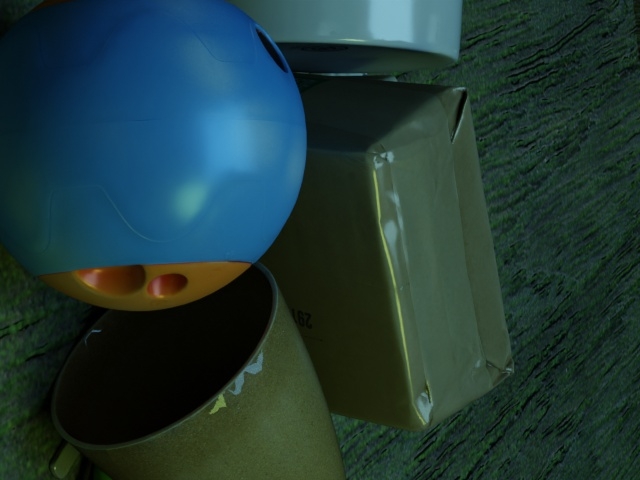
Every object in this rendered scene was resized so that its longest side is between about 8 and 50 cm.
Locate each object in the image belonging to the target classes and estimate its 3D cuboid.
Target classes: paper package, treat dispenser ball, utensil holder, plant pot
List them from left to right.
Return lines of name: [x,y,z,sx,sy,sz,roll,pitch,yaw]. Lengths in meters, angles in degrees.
treat dispenser ball: [-0.155,-0.083,1.635,0.288,0.288,0.288,-1,90,-65]
plant pot: [-0.083,0.184,1.787,0.254,0.237,0.237,56,39,-32]
utensil holder: [-0.003,-0.373,1.937,0.328,0.328,0.385,1,89,-65]
paper package: [0.000,0.000,1.886,0.168,0.325,0.309,-31,120,-42]

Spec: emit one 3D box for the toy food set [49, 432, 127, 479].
toy food set: [-0.187,0.245,1.844,0.132,0.039,0.192,-63,143,-45]

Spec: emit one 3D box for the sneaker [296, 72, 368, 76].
sneaker: [0.027,-0.173,2.253,0.090,0.095,0.235,18,71,-62]

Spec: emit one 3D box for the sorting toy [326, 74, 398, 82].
sorting toy: [0.013,-0.044,2.083,0.089,0.257,0.255,-20,103,-25]
